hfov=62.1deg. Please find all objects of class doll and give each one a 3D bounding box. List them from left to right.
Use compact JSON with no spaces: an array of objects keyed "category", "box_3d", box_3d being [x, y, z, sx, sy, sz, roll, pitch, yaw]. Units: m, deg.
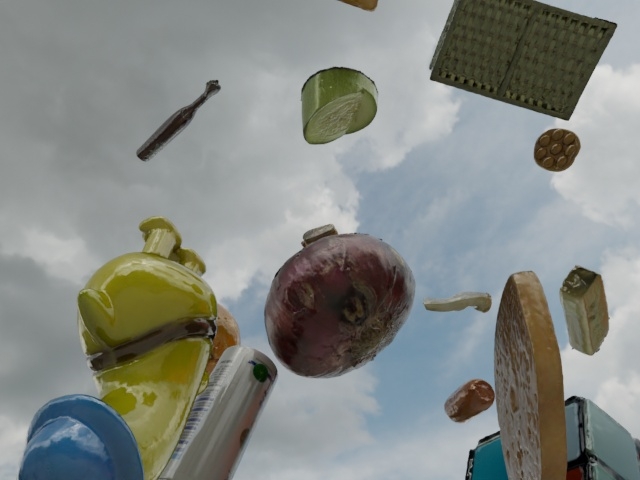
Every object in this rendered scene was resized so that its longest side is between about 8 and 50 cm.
[{"category":"doll","box_3d":[-0.173,0.123,0.531,0.145,0.362,0.199,-23,-54,18]}]

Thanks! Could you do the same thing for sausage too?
[{"category":"sausage","box_3d":[0.346,0.382,1.255,0.077,0.076,0.197,3,-31,-7]}]

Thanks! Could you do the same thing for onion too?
[{"category":"onion","box_3d":[0.028,0.093,0.810,0.247,0.190,0.246,-25,-34,-18]}]

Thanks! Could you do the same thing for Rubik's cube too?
[{"category":"Rubik's cube","box_3d":[0.271,0.306,0.567,0.167,0.180,0.183,41,-55,-6]}]

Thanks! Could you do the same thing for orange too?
[{"category":"orange","box_3d":[-0.310,0.254,1.340,0.193,0.219,0.219,-8,-45,43]}]

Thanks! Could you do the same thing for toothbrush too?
[{"category":"toothbrush","box_3d":[-0.302,-0.241,1.105,0.041,0.040,0.364,35,-33,-26]}]

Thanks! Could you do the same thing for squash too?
[{"category":"squash","box_3d":[0.056,-0.347,1.412,0.220,0.133,0.220,-6,-29,-3]}]

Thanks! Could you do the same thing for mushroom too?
[{"category":"mushroom","box_3d":[0.365,0.169,1.428,0.202,0.059,0.054,-2,-78,-16]}]

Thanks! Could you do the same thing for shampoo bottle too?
[{"category":"shampoo bottle","box_3d":[-0.146,0.271,0.661,0.092,0.303,0.092,10,-51,13]}]

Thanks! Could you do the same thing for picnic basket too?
[{"category":"picnic basket","box_3d":[0.265,-0.268,0.739,0.197,0.154,0.134,18,-61,4]}]

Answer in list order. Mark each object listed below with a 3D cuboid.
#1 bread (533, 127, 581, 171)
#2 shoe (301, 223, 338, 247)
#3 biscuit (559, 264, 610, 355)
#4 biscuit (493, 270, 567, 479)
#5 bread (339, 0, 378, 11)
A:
[{"category":"bread","box_3d":[0.565,-0.218,1.272,0.110,0.110,0.024,-39,-28,21]},{"category":"shoe","box_3d":[0.002,0.001,1.513,0.109,0.072,0.069,-34,-58,1]},{"category":"biscuit","box_3d":[0.404,0.114,0.816,0.056,0.052,0.188,-45,-48,-12]},{"category":"biscuit","box_3d":[0.182,0.137,0.465,0.029,0.142,0.220,-2,-96,4]},{"category":"bread","box_3d":[0.041,-0.551,1.072,0.201,0.077,0.116,20,-40,-3]}]
